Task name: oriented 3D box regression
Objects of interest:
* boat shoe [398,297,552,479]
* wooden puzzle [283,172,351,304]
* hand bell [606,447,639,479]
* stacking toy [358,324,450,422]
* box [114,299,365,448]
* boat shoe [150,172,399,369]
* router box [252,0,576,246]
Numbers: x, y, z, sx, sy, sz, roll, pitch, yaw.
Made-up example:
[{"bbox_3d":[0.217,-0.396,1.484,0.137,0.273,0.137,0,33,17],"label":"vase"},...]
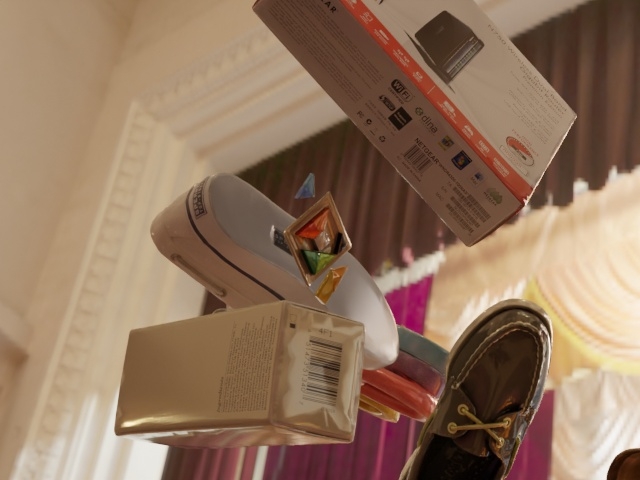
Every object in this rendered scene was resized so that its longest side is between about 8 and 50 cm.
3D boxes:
[{"bbox_3d":[0.162,0.202,1.381,0.109,0.091,0.305,21,-63,-3],"label":"boat shoe"},{"bbox_3d":[0.000,0.000,1.268,0.014,0.078,0.116,11,-38,43],"label":"wooden puzzle"},{"bbox_3d":[0.366,0.184,1.082,0.242,0.126,0.126,-21,-28,-27],"label":"hand bell"},{"bbox_3d":[0.046,0.137,1.837,0.279,0.130,0.309,31,-13,-11],"label":"stacking toy"},{"bbox_3d":[-0.081,0.130,1.212,0.094,0.113,0.275,17,-17,-33],"label":"box"},{"bbox_3d":[-0.064,0.065,1.586,0.156,0.136,0.367,-25,-44,32],"label":"boat shoe"},{"bbox_3d":[0.115,-0.191,1.439,0.335,0.301,0.082,47,-59,-4],"label":"router box"}]
